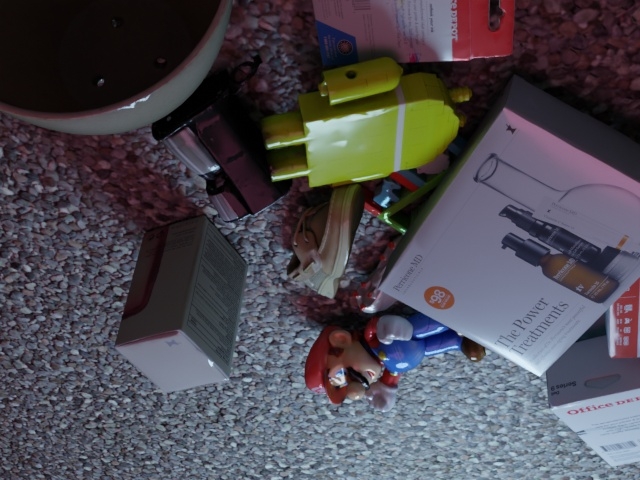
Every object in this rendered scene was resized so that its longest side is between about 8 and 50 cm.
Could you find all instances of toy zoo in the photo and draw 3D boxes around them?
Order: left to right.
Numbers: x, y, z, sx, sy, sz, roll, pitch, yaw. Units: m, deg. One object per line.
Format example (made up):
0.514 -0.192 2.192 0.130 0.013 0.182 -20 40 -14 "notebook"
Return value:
0.088 -0.124 1.340 0.293 0.030 0.192 32 135 -26 "toy zoo"

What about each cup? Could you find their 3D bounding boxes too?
-0.245 -0.251 1.058 0.331 0.331 0.237 4 167 4 "cup"

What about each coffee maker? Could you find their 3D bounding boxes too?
-0.114 -0.129 1.282 0.171 0.120 0.178 -17 128 30 "coffee maker"

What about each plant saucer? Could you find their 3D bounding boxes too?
0.457 0.130 1.594 0.119 0.021 0.119 4 139 4 "plant saucer"

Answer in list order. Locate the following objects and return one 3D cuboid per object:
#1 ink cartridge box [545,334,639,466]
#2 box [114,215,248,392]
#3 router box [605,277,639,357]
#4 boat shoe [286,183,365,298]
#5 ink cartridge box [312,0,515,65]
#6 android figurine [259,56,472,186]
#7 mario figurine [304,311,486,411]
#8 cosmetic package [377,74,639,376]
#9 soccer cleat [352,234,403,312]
0.553 0.279 1.663 0.211 0.121 0.289 -20 138 29 "ink cartridge box"
-0.216 0.102 1.499 0.127 0.232 0.148 -15 135 23 "box"
0.582 0.037 1.397 0.301 0.082 0.335 -4 134 14 "router box"
0.000 0.000 1.424 0.098 0.109 0.302 17 156 1 "boat shoe"
0.111 -0.285 1.107 0.231 0.078 0.134 0 140 9 "ink cartridge box"
0.060 -0.143 1.205 0.273 0.056 0.248 -13 155 -2 "android figurine"
0.121 0.215 1.626 0.320 0.170 0.198 -20 99 18 "mario figurine"
0.288 -0.005 1.303 0.284 0.097 0.377 29 132 -1 "cosmetic package"
0.127 0.050 1.526 0.076 0.068 0.196 -1 143 -39 "soccer cleat"
